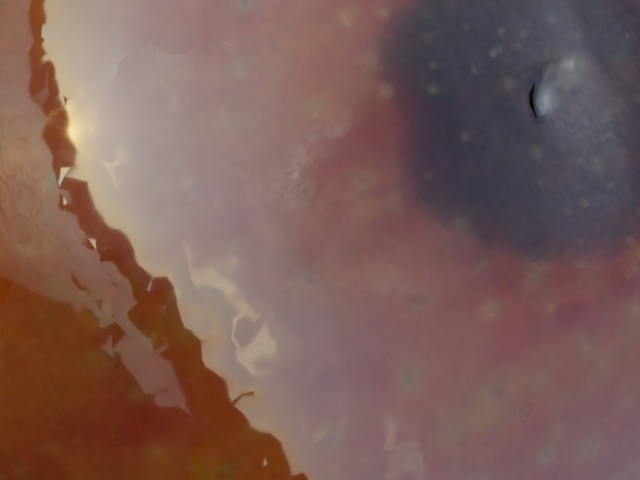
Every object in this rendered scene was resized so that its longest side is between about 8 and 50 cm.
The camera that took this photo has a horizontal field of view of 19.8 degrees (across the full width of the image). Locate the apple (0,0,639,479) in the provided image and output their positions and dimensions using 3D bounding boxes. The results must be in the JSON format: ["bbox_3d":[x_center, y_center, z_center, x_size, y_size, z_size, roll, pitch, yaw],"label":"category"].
[{"bbox_3d":[0.000,0.000,0.417,0.230,0.230,0.230,48,24,-29],"label":"apple"}]
